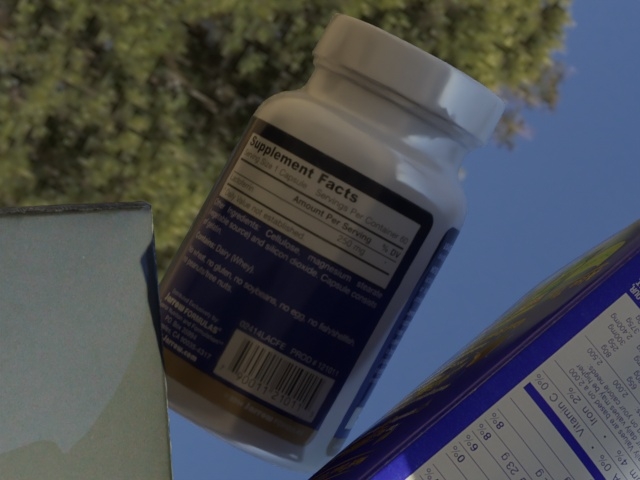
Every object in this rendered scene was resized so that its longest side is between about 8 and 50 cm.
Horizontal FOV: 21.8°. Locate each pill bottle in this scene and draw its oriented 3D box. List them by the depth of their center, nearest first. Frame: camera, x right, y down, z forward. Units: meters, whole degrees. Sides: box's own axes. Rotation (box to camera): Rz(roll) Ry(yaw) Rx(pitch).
[{"bbox_3d":[0.000,0.000,1.051,0.265,0.153,0.153,-60,-145,1],"label":"pill bottle"}]

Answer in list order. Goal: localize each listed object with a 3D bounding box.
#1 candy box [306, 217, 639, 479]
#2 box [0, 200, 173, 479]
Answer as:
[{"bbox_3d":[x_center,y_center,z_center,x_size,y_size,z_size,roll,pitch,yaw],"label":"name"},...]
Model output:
[{"bbox_3d":[0.096,0.122,0.885,0.317,0.122,0.268,-36,177,-21],"label":"candy box"},{"bbox_3d":[-0.276,0.081,0.844,0.294,0.296,0.183,-6,-92,54],"label":"box"}]
